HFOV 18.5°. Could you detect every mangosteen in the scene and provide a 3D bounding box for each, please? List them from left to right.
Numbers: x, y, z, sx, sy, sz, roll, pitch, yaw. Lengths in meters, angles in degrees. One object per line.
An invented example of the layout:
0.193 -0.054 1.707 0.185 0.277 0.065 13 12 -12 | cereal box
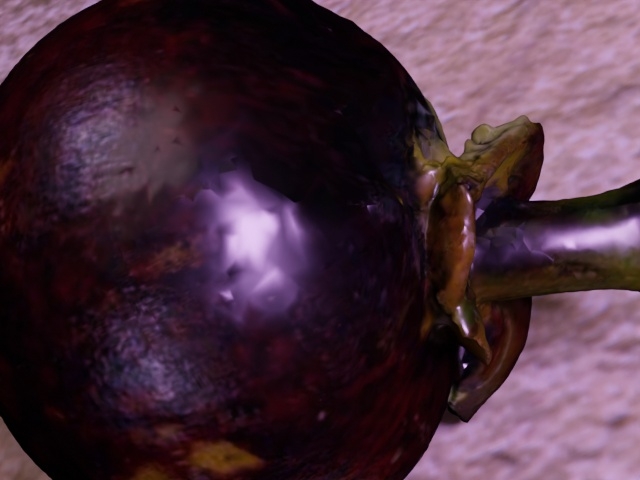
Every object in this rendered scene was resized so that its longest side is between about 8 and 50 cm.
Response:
0.000 0.000 0.773 0.289 0.231 0.231 -14 41 16 | mangosteen
